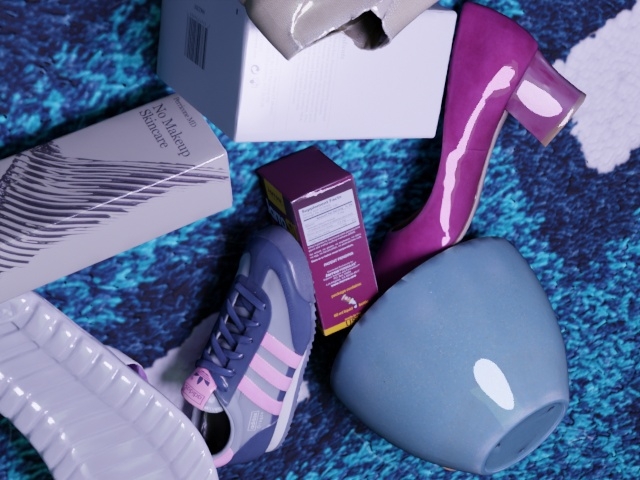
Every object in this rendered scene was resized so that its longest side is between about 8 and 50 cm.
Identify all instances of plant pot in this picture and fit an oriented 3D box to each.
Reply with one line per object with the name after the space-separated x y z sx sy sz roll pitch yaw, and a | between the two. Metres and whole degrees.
0.185 0.167 1.522 0.290 0.195 0.290 -28 149 -19 | plant pot

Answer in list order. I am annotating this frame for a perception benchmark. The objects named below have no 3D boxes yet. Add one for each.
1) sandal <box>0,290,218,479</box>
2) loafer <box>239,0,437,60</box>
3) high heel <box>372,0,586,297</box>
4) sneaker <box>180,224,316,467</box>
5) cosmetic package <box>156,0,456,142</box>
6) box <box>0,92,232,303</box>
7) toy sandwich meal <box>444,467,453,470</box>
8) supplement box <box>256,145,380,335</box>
-0.253 0.194 1.421 0.169 0.102 0.416 -34 111 1 | sandal
0.056 -0.219 1.124 0.269 0.102 0.092 -15 91 -18 | loafer
0.129 -0.097 1.512 0.181 0.127 0.377 40 99 -3 | high heel
-0.091 0.135 1.443 0.131 0.112 0.319 -16 127 -38 | sneaker
-0.022 -0.197 1.276 0.225 0.224 0.138 -5 115 -26 | cosmetic package
-0.236 -0.046 1.292 0.275 0.113 0.094 -25 147 -17 | box
0.200 0.290 1.757 0.086 0.029 0.085 -12 119 -23 | toy sandwich meal
0.000 0.000 1.459 0.081 0.104 0.188 -24 122 -16 | supplement box
